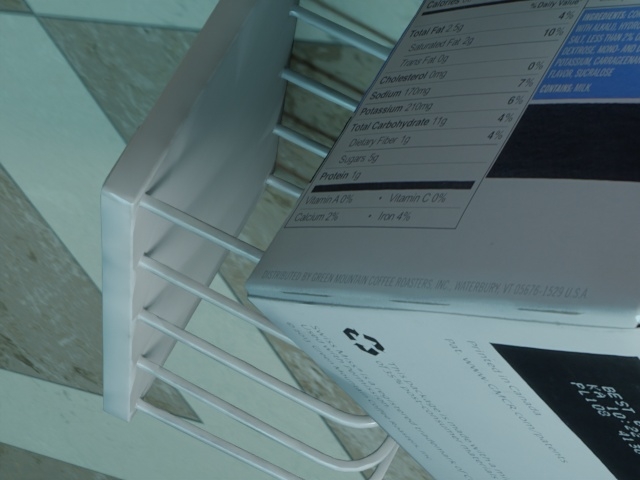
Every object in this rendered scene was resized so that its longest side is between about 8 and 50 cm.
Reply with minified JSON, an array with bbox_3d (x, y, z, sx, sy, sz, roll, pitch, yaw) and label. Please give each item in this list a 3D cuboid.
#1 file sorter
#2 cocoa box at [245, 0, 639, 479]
[{"bbox_3d":[0.000,0.000,1.053,0.173,0.193,0.278,26,154,7],"label":"file sorter"},{"bbox_3d":[0.190,0.039,0.838,0.231,0.228,0.347,3,144,50],"label":"cocoa box"}]
